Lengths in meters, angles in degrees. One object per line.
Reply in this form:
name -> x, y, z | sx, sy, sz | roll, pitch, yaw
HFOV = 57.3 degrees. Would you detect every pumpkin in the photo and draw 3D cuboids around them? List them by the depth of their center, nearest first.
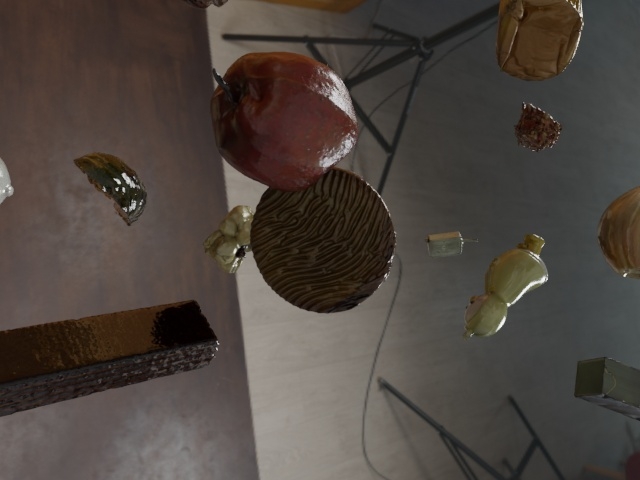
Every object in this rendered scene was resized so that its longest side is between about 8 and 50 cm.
pumpkin -> -0.500, -0.124, 1.518 | 0.111, 0.163, 0.278 | -41, 138, -14

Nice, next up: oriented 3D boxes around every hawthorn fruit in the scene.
hawthorn fruit -> -0.081, -0.228, 1.039 | 0.300, 0.254, 0.254 | 33, 56, -55

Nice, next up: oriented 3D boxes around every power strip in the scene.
power strip -> 0.444, 0.011, 1.989 | 0.042, 0.175, 0.075 | -92, 172, -58

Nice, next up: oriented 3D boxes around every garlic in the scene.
garlic -> 0.648, -0.033, 1.139 | 0.245, 0.145, 0.164 | -36, 64, -6

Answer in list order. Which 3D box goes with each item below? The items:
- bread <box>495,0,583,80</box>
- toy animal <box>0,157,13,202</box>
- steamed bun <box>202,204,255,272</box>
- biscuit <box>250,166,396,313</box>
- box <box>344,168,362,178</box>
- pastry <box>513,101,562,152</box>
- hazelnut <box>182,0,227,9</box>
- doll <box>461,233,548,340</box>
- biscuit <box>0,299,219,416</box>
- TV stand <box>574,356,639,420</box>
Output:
bread -> 0.539, -0.541, 1.435 | 0.288, 0.204, 0.156 | 58, 46, -59
toy animal -> -0.641, -0.122, 0.928 | 0.140, 0.138, 0.282 | -64, 154, 3
steamed bun -> -0.218, -0.002, 1.562 | 0.106, 0.192, 0.177 | 39, 80, 12
biscuit -> 0.000, 0.000, 1.232 | 0.040, 0.318, 0.318 | -30, 102, -73
box -> 0.040, -0.118, 1.301 | 0.117, 0.050, 0.036 | -33, 143, -42
pastry -> 0.381, -0.194, 1.045 | 0.087, 0.063, 0.169 | 37, 15, 12
hazelnut -> -0.308, -0.721, 1.571 | 0.170, 0.201, 0.160 | 64, 7, 27
doll -> 0.404, 0.109, 1.311 | 0.296, 0.141, 0.117 | -39, 79, -21
biscuit -> -0.348, 0.175, 0.913 | 0.388, 0.073, 0.107 | -6, 44, -37
TV stand -> 0.667, 0.323, 1.209 | 0.269, 0.088, 0.083 | 21, 69, -8
